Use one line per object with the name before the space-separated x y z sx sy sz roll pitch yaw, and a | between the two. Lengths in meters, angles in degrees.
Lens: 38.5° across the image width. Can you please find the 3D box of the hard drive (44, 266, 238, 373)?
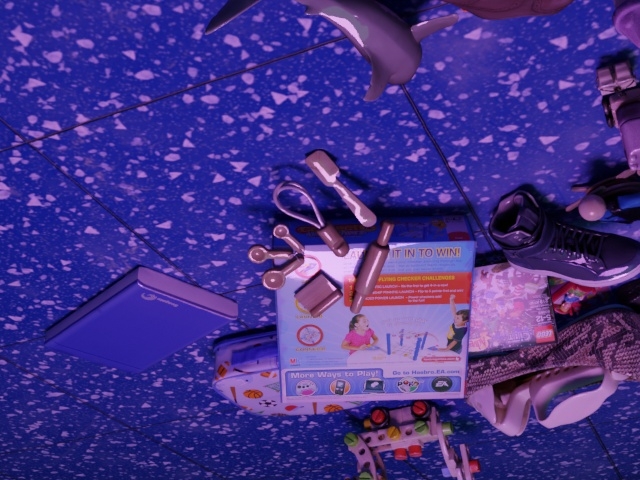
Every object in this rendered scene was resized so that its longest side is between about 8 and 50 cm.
hard drive | -0.332 0.156 1.678 0.210 0.040 0.319 25 140 -36

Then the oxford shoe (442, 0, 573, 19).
oxford shoe | 0.148 -0.271 0.961 0.271 0.097 0.098 3 155 -7

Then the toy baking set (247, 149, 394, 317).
toy baking set | 0.006 0.003 1.329 0.197 0.030 0.256 19 117 -11

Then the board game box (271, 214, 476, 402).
board game box | 0.082 0.113 1.461 0.308 0.086 0.302 -1 119 0

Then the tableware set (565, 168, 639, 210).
tableware set | 0.451 -0.099 1.303 0.128 0.039 0.194 -2 158 -30

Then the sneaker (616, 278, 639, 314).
sneaker | 0.596 0.097 1.622 0.170 0.051 0.089 -24 142 40

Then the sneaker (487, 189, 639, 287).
sneaker | 0.362 -0.003 1.370 0.226 0.086 0.163 3 153 33

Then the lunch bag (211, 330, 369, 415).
lunch bag | -0.047 0.249 1.779 0.303 0.115 0.243 -15 144 21

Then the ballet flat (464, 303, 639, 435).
ballet flat | 0.407 0.270 1.728 0.164 0.182 0.483 24 146 -30

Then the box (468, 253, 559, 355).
box | 0.272 0.111 1.546 0.233 0.044 0.159 -11 107 14

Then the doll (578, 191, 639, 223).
doll | 0.445 -0.046 1.314 0.189 0.046 0.129 4 165 -30

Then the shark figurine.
shark figurine | 0.031 -0.212 0.992 0.278 0.116 0.166 18 167 -38

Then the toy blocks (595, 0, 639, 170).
toy blocks | 0.477 -0.150 1.012 0.309 0.260 0.288 -14 147 19

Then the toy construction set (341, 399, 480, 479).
toy construction set | 0.193 0.486 2.075 0.328 0.215 0.151 -7 149 9

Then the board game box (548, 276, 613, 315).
board game box | 0.453 0.105 1.641 0.133 0.033 0.168 -14 147 20
